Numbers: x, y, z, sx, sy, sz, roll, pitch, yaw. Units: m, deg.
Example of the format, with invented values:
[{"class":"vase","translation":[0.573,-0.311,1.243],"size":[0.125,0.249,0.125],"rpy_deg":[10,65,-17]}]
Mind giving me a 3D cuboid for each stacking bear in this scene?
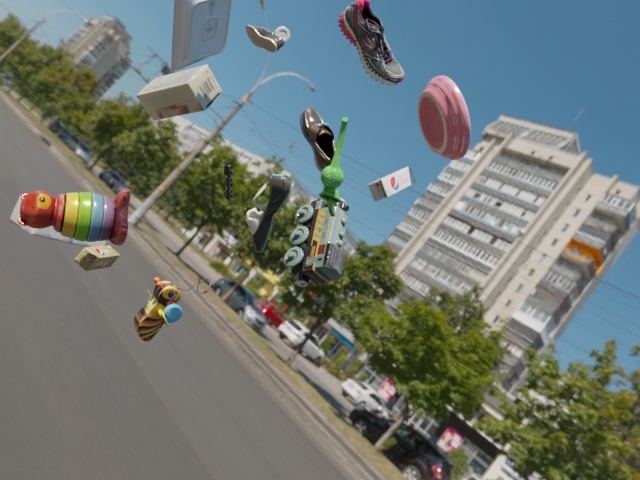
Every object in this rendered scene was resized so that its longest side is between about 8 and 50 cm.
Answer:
[{"class":"stacking bear","translation":[-0.746,-0.079,1.568],"size":[0.289,0.175,0.164],"rpy_deg":[8,-24,-30]}]

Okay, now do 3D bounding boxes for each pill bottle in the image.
[{"class":"pill bottle","translation":[-0.171,-0.854,2.173],"size":[0.065,0.065,0.116],"rpy_deg":[44,-3,-21]}]

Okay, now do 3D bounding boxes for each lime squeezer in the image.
[{"class":"lime squeezer","translation":[0.027,-0.146,1.298],"size":[0.059,0.110,0.310],"rpy_deg":[3,-45,-3]}]

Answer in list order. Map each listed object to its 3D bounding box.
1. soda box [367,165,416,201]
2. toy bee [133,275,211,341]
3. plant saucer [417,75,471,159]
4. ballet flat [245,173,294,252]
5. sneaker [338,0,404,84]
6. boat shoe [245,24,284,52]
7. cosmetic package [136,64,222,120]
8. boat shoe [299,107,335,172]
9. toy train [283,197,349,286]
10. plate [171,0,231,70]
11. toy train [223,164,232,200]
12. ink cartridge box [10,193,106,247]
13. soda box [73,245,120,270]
[{"class":"soda box","translation":[0.278,-0.220,1.993],"size":[0.069,0.216,0.074],"rpy_deg":[-16,-81,45]},{"class":"toy bee","translation":[-0.560,0.205,1.826],"size":[0.195,0.298,0.162],"rpy_deg":[12,-29,38]},{"class":"plant saucer","translation":[0.472,-0.471,2.037],"size":[0.332,0.084,0.332],"rpy_deg":[163,-90,-82]},{"class":"ballet flat","translation":[-0.179,-0.094,1.653],"size":[0.096,0.280,0.095],"rpy_deg":[21,22,-14]},{"class":"sneaker","translation":[0.179,-0.648,1.712],"size":[0.299,0.121,0.112],"rpy_deg":[52,-37,-8]},{"class":"boat shoe","translation":[-0.230,-0.840,2.142],"size":[0.206,0.065,0.075],"rpy_deg":[40,-29,29]},{"class":"cosmetic package","translation":[-0.565,-0.589,2.079],"size":[0.296,0.153,0.129],"rpy_deg":[1,-44,32]},{"class":"boat shoe","translation":[0.003,-0.264,1.309],"size":[0.183,0.066,0.066],"rpy_deg":[68,-25,12]},{"class":"toy train","translation":[0.000,0.000,1.758],"size":[0.190,0.334,0.142],"rpy_deg":[-9,-36,33]},{"class":"plate","translation":[-0.391,-0.730,1.763],"size":[0.045,0.277,0.278],"rpy_deg":[32,-46,15]},{"class":"toy train","translation":[-0.376,-0.233,2.098],"size":[0.036,0.027,0.158],"rpy_deg":[19,-56,21]},{"class":"ink cartridge box","translation":[-1.068,-0.072,2.143],"size":[0.226,0.131,0.306],"rpy_deg":[19,-1,36]},{"class":"soda box","translation":[-0.777,0.060,1.812],"size":[0.058,0.061,0.181],"rpy_deg":[42,3,2]}]
